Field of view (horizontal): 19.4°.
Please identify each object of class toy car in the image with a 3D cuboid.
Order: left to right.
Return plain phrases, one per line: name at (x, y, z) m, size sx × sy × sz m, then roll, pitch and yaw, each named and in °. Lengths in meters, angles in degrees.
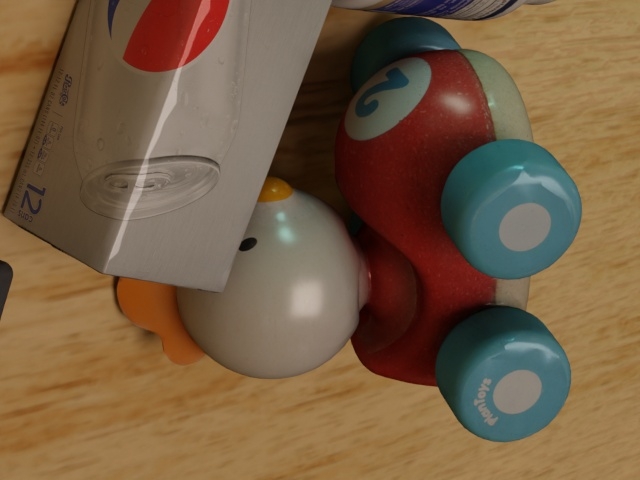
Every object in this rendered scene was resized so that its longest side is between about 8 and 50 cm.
toy car at (0.000, 0.000, 1.089) m, size 0.238 × 0.219 × 0.210 m, roll -8°, pitch 120°, yaw -14°

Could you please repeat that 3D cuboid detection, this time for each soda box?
soda box at (-0.063, -0.122, 0.992) m, size 0.098 × 0.091 × 0.286 m, roll 13°, pitch 100°, yaw -50°

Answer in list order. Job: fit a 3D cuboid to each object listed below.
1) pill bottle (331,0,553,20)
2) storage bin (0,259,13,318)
pill bottle at (0.074, -0.185, 1.092) m, size 0.186 × 0.112 × 0.112 m, roll -3°, pitch 113°, yaw -48°
storage bin at (-0.213, 0.056, 0.936) m, size 0.091 × 0.098 × 0.135 m, roll -23°, pitch 131°, yaw -74°
